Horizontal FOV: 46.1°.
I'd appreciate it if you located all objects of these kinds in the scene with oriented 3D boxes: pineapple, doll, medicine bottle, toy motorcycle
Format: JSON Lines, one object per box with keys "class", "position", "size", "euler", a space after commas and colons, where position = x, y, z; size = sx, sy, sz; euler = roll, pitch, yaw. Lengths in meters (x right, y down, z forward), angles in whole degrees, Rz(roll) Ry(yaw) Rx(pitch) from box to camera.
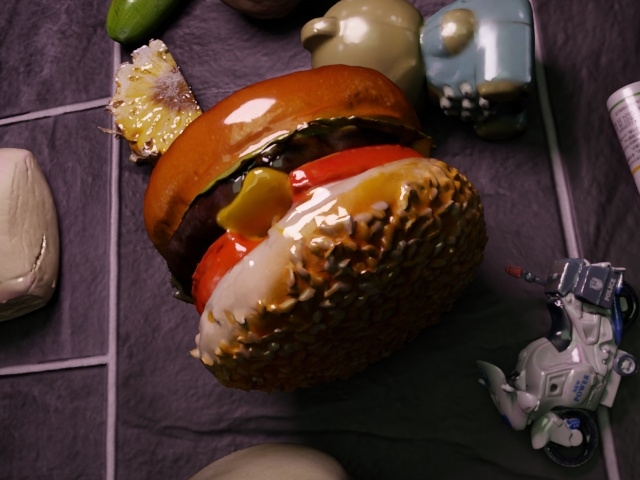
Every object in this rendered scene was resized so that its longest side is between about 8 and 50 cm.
{"class": "pineapple", "position": [-0.221, -0.157, 1.011], "size": [0.135, 0.079, 0.233], "euler": [-30, 63, -6]}
{"class": "doll", "position": [0.115, -0.212, 0.888], "size": [0.261, 0.177, 0.161], "euler": [0, 78, 12]}
{"class": "medicine bottle", "position": [0.398, -0.075, 0.834], "size": [0.092, 0.061, 0.220], "euler": [-17, 71, 14]}
{"class": "toy motorcycle", "position": [0.251, 0.117, 0.799], "size": [0.150, 0.102, 0.221], "euler": [22, 82, -2]}

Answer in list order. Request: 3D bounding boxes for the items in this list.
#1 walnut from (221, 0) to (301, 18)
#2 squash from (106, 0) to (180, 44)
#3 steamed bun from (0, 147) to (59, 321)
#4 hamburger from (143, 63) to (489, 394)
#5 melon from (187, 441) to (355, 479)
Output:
{"class": "walnut", "position": [-0.077, -0.408, 0.986], "size": [0.224, 0.224, 0.224], "euler": [-4, 72, 13]}
{"class": "squash", "position": [-0.211, -0.405, 1.078], "size": [0.082, 0.082, 0.292], "euler": [29, 82, 20]}
{"class": "steamed bun", "position": [-0.441, -0.015, 0.975], "size": [0.170, 0.152, 0.238], "euler": [-13, 74, 3]}
{"class": "hamburger", "position": [0.000, 0.000, 0.776], "size": [0.330, 0.330, 0.250], "euler": [-27, 65, 5]}
{"class": "melon", "position": [-0.062, 0.338, 0.722], "size": [0.272, 0.271, 0.308], "euler": [31, 75, 20]}
